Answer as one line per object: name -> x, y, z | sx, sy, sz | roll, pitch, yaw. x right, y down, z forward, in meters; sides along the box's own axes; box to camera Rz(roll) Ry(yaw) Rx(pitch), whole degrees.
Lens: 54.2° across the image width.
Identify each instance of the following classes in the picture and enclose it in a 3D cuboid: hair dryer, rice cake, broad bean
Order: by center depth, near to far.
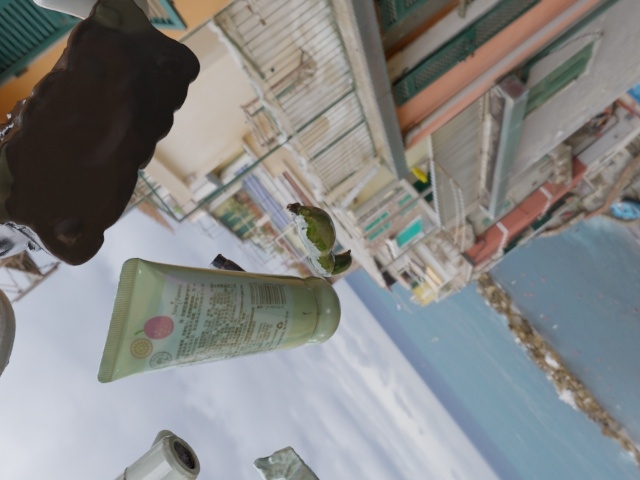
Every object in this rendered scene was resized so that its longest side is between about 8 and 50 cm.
hair dryer -> -0.152, 0.210, 0.597 | 0.047, 0.082, 0.137 | 50, -179, -5
rice cake -> -0.017, 0.389, 0.943 | 0.063, 0.069, 0.206 | 27, 151, 56
broad bean -> 0.000, 0.000, 0.952 | 0.048, 0.070, 0.213 | 32, 169, 31

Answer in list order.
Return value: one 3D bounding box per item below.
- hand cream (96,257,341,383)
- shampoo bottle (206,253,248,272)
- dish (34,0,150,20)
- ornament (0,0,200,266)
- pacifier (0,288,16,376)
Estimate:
hand cream -> -0.104, 0.091, 0.743 | 0.306, 0.147, 0.093 | 2, -158, -44
shampoo bottle -> -0.123, 0.114, 1.241 | 0.234, 0.049, 0.087 | 39, 155, -6
dish -> -0.298, -0.360, 0.827 | 0.151, 0.077, 0.212 | 17, -144, -41
ornament -> -0.260, -0.091, 0.575 | 0.260, 0.251, 0.106 | 4, 151, 46
pacifier -> -0.430, 0.084, 0.570 | 0.225, 0.239, 0.287 | 77, 174, -50
